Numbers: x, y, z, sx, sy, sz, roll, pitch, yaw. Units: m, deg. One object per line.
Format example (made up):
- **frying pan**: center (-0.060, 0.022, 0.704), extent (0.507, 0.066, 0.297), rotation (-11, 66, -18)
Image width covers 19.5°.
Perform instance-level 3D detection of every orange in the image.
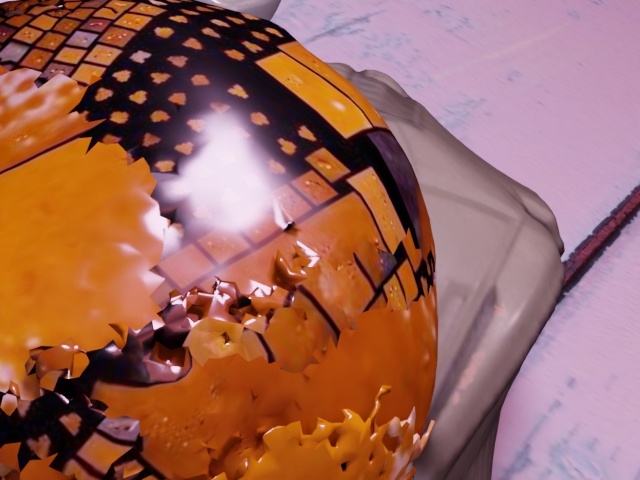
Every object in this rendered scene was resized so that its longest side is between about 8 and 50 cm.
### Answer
- **orange**: center (-0.073, 0.033, 0.552), extent (0.182, 0.234, 0.234), rotation (56, 3, -40)

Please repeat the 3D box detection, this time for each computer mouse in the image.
- **computer mouse**: center (0.002, -0.004, 0.818), extent (0.228, 0.145, 0.429), rotation (27, 23, -2)

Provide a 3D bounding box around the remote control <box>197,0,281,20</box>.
- **remote control**: center (-0.180, -0.225, 1.166), extent (0.344, 0.050, 0.145), rotation (31, 23, 3)
